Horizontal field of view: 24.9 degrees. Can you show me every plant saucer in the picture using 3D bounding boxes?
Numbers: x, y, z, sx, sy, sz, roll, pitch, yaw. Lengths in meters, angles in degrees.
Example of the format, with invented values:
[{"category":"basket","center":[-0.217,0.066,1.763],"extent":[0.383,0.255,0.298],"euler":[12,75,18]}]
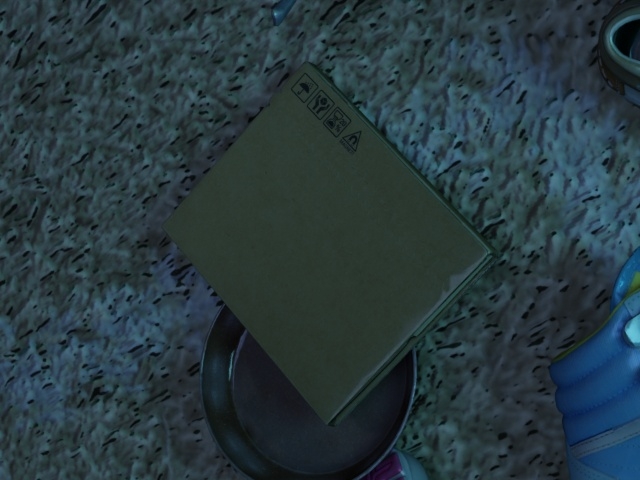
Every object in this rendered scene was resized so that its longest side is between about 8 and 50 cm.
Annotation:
[{"category":"plant saucer","center":[-0.006,0.094,1.015],"extent":[0.168,0.029,0.168],"euler":[-5,77,24]}]

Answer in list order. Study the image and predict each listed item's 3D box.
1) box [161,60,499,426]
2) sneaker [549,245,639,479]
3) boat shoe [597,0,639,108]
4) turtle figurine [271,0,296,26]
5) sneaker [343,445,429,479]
[{"category":"box","center":[0.000,0.000,1.001],"extent":[0.164,0.021,0.201],"euler":[-48,65,13]},{"category":"sneaker","center":[0.280,0.085,0.855],"extent":[0.319,0.127,0.208],"euler":[-17,87,22]},{"category":"boat shoe","center":[0.308,-0.085,0.845],"extent":[0.302,0.103,0.113],"euler":[11,97,22]},{"category":"turtle figurine","center":[-0.051,-0.242,0.887],"extent":[0.198,0.266,0.274],"euler":[14,83,13]},{"category":"sneaker","center":[0.064,0.265,0.975],"extent":[0.103,0.111,0.252],"euler":[-26,60,42]}]
